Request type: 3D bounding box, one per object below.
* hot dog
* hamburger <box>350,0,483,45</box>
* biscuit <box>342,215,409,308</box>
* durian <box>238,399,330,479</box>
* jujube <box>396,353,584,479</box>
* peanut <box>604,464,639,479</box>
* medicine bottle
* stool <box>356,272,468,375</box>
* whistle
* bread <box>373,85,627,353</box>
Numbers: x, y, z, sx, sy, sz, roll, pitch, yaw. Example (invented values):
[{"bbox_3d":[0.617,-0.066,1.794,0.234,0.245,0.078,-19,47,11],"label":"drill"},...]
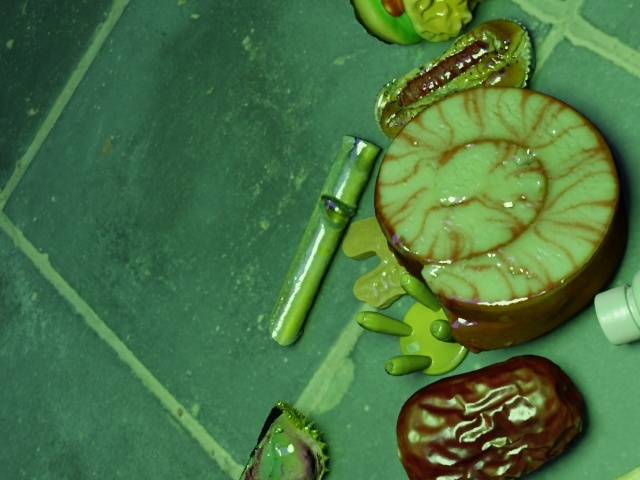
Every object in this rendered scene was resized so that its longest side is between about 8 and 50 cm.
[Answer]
[{"bbox_3d":[0.186,-0.214,1.559,0.253,0.069,0.131,-27,64,27],"label":"hot dog"},{"bbox_3d":[0.153,-0.380,1.541,0.149,0.237,0.237,5,80,36],"label":"hamburger"},{"bbox_3d":[0.138,0.004,1.555,0.236,0.040,0.144,-26,69,29],"label":"biscuit"},{"bbox_3d":[-0.044,0.309,1.569,0.108,0.119,0.186,27,107,-1],"label":"durian"},{"bbox_3d":[0.205,0.228,1.373,0.230,0.155,0.155,-30,62,23],"label":"jujube"},{"bbox_3d":[0.349,0.308,1.288,0.207,0.087,0.087,-30,62,23],"label":"peanut"},{"bbox_3d":[0.450,0.051,1.287,0.260,0.095,0.095,-21,66,28],"label":"medicine bottle"},{"bbox_3d":[0.128,0.117,1.479,0.134,0.110,0.135,5,81,35],"label":"stool"},{"bbox_3d":[0.001,0.001,1.633,0.057,0.068,0.326,23,90,-8],"label":"whistle"},{"bbox_3d":[0.228,-0.044,1.413,0.295,0.114,0.327,-35,57,0],"label":"bread"}]
